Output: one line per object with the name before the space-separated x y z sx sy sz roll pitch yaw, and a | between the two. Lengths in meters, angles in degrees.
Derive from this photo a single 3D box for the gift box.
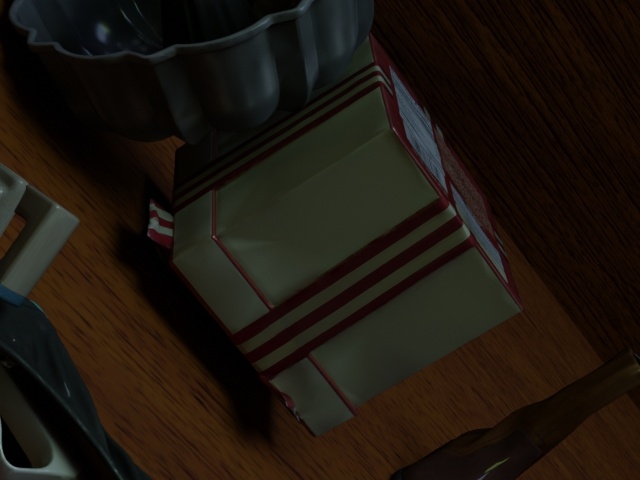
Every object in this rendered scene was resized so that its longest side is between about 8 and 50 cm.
gift box | 0.000 0.000 1.400 0.255 0.258 0.276 53 15 -20

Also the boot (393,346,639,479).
boot | 0.227 0.219 1.666 0.096 0.280 0.264 61 15 8

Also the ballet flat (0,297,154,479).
ballet flat | -0.157 0.154 0.950 0.280 0.095 0.096 52 23 13

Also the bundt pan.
bundt pan | -0.100 -0.197 1.401 0.331 0.331 0.124 -98 174 -55

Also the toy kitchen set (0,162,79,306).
toy kitchen set | -0.272 -0.030 0.932 0.207 0.122 0.166 39 -5 -41
